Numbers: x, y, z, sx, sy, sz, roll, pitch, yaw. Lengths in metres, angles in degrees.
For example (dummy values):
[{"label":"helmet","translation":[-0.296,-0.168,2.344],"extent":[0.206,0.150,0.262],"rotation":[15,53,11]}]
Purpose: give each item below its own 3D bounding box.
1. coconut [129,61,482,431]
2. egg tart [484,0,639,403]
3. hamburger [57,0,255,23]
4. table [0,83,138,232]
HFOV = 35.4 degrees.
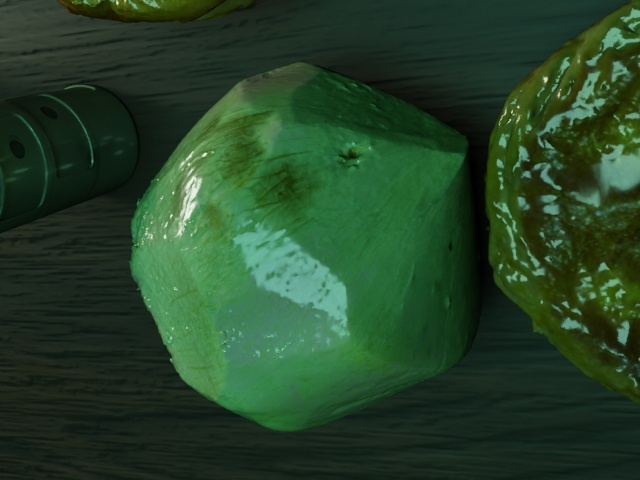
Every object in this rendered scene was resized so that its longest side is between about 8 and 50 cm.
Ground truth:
[{"label":"coconut","translation":[0.000,0.000,0.871],"extent":[0.328,0.281,0.328],"rotation":[-21,58,38]},{"label":"egg tart","translation":[0.295,-0.039,0.787],"extent":[0.339,0.153,0.351],"rotation":[-11,100,28]},{"label":"hamburger","translation":[-0.143,-0.351,0.894],"extent":[0.290,0.170,0.314],"rotation":[19,110,16]},{"label":"table","translation":[-0.297,-0.083,1.012],"extent":[0.126,0.220,0.126],"rotation":[7,107,23]}]
